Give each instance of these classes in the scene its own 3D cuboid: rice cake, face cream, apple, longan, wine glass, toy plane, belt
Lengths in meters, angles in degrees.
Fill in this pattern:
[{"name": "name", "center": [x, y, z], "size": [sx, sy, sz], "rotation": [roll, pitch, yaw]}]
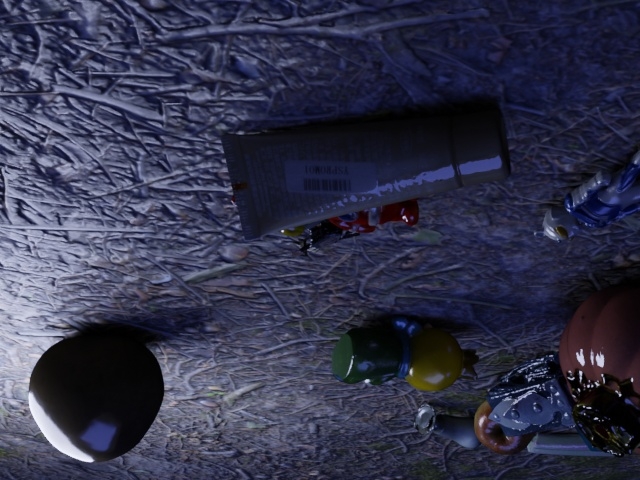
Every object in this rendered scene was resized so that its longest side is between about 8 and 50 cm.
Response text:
[{"name": "rice cake", "center": [0.588, 0.465, 2.292], "size": [0.221, 0.042, 0.080], "rotation": [1, 154, 3]}, {"name": "face cream", "center": [0.052, -0.089, 1.206], "size": [0.341, 0.137, 0.084], "rotation": [-9, -166, 16]}, {"name": "apple", "center": [0.378, 0.372, 2.051], "size": [0.126, 0.126, 0.102], "rotation": [-12, -168, 24]}, {"name": "longan", "center": [-0.410, 0.278, 1.821], "size": [0.245, 0.246, 0.215], "rotation": [5, 166, -6]}, {"name": "wine glass", "center": [0.279, 0.399, 2.151], "size": [0.155, 0.072, 0.072], "rotation": [21, 147, -33]}, {"name": "toy plane", "center": [0.000, 0.000, 1.450], "size": [0.049, 0.031, 0.120], "rotation": [17, 147, -43]}, {"name": "belt", "center": [0.410, 0.286, 1.884], "size": [0.122, 0.129, 0.218], "rotation": [-25, 177, -43]}]

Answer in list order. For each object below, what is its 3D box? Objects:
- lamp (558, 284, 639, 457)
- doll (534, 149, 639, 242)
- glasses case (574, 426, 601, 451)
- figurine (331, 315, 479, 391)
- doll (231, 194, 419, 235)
[{"name": "lamp", "center": [0.501, 0.218, 1.549], "size": [0.305, 0.239, 0.305], "rotation": [39, 157, 20]}, {"name": "doll", "center": [0.372, -0.049, 1.305], "size": [0.114, 0.057, 0.227], "rotation": [16, 148, -33]}, {"name": "glasses case", "center": [0.593, 0.373, 2.094], "size": [0.117, 0.070, 0.301], "rotation": [-4, 154, 23]}, {"name": "figurine", "center": [0.147, 0.211, 1.757], "size": [0.234, 0.127, 0.185], "rotation": [-1, 159, -16]}, {"name": "doll", "center": [0.007, -0.053, 1.302], "size": [0.244, 0.076, 0.142], "rotation": [-2, 144, -1]}]
